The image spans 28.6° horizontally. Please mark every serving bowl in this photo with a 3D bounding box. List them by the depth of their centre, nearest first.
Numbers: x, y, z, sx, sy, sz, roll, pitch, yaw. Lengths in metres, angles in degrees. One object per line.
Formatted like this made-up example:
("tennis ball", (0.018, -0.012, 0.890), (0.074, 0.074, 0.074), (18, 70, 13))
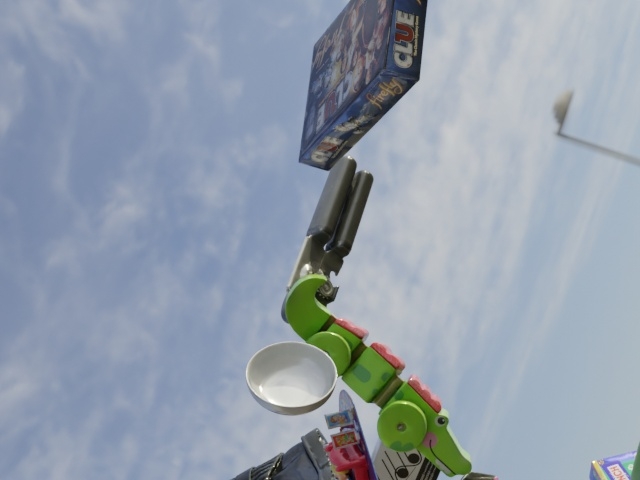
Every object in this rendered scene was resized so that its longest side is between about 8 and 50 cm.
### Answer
("serving bowl", (-0.027, 0.130, 1.140), (0.083, 0.083, 0.027), (-48, -30, -44))

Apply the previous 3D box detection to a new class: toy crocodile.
("toy crocodile", (0.077, 0.185, 1.678), (0.105, 0.340, 0.115), (-48, -9, 4))

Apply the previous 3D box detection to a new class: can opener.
("can opener", (0.000, 0.000, 1.900), (0.076, 0.095, 0.283), (38, -131, -23))

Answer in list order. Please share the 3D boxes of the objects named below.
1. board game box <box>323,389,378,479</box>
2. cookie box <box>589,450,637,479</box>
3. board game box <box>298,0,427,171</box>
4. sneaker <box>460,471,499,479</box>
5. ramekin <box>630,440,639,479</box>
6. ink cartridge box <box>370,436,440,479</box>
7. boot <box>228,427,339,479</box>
("board game box", (0.028, 0.228, 1.194), (0.133, 0.033, 0.168), (96, 158, -65))
("cookie box", (0.437, 0.335, 1.723), (0.092, 0.107, 0.040), (-113, 13, -50))
("board game box", (0.046, -0.199, 1.395), (0.243, 0.042, 0.165), (138, 143, -59))
("sneaker", (0.185, 0.395, 1.696), (0.178, 0.072, 0.077), (-67, 11, -19))
("ramekin", (0.471, 0.247, 1.366), (0.303, 0.148, 0.303), (-23, -59, -45))
("ink cartridge box", (0.110, 0.359, 1.835), (0.046, 0.097, 0.207), (-77, 6, -69))
("boot", (-0.073, 0.472, 2.106), (0.131, 0.260, 0.348), (61, 180, -16))
